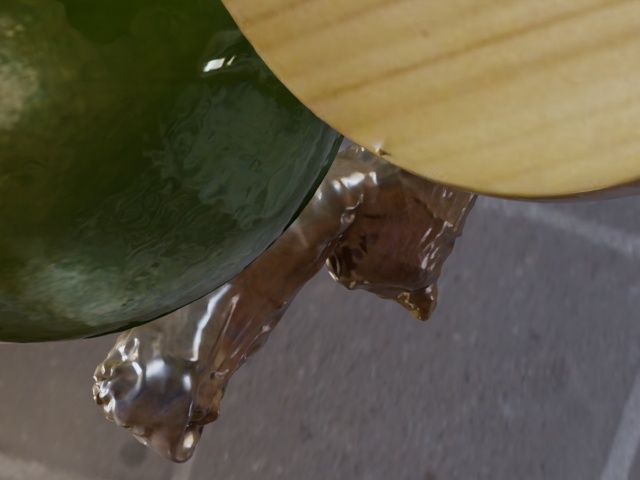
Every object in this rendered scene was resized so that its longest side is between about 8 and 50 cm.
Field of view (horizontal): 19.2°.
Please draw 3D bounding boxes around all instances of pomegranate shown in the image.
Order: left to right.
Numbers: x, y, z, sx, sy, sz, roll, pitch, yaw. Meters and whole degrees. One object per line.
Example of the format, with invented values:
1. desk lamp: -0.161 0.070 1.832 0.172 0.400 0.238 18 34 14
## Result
1. pomegranate: -0.095 -0.124 0.666 0.358 0.216 0.310 -15 84 24

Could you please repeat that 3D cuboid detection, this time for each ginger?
1. ginger: 0.002 -0.001 0.932 0.290 0.084 0.122 -36 111 -22

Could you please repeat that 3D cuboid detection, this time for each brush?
1. brush: 0.106 -0.116 0.424 0.266 0.166 0.174 -9 106 40
